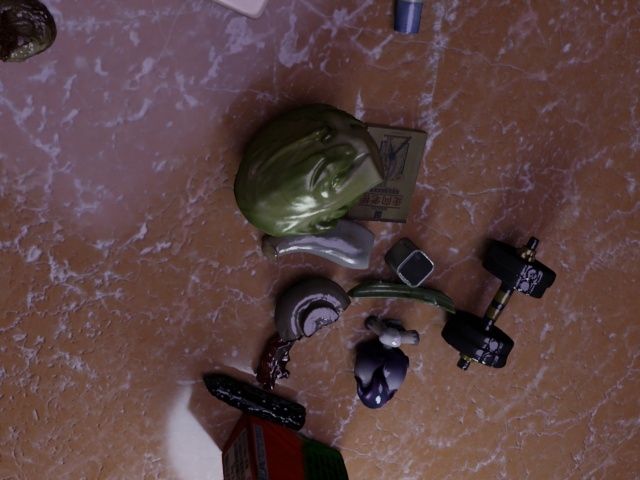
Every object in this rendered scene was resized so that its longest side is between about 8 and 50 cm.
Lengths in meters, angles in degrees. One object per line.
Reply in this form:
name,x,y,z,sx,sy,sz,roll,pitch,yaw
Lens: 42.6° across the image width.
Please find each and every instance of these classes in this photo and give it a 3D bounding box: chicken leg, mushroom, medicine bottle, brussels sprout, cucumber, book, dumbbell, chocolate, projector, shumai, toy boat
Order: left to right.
shumai,-0.564,-0.395,1.539,0.139,0.105,0.123,-21,117,-39
cucumber,-0.165,0.400,2.034,0.300,0.072,0.072,26,101,-27
chicken leg,-0.095,0.276,2.016,0.090,0.048,0.219,17,106,-28
chocolate,-0.073,0.640,2.022,0.341,0.360,0.161,33,111,-28
brussels sprout,-0.031,-0.142,1.728,0.328,0.328,0.247,-38,128,-1
mushroom,-0.033,0.153,1.941,0.188,0.141,0.117,-35,97,-6
mushroom,0.000,0.000,1.910,0.270,0.103,0.118,7,106,-12
book,0.153,-0.154,1.933,0.161,0.026,0.230,4,111,-22
toy boat,0.204,0.134,2.042,0.293,0.093,0.055,10,90,-24
projector,0.218,0.054,2.014,0.083,0.082,0.083,-45,119,3
medicine bottle,0.198,-0.563,1.754,0.059,0.059,0.230,-2,113,-19
dumbbell,0.452,0.163,2.089,0.185,0.185,0.388,20,104,-26

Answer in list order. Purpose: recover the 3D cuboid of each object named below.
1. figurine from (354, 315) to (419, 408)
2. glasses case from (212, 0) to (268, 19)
figurine,0.160,0.317,2.074,0.145,0.145,0.222,10,104,-23
glasses case,-0.245,-0.558,1.586,0.337,0.076,0.144,19,105,-26
